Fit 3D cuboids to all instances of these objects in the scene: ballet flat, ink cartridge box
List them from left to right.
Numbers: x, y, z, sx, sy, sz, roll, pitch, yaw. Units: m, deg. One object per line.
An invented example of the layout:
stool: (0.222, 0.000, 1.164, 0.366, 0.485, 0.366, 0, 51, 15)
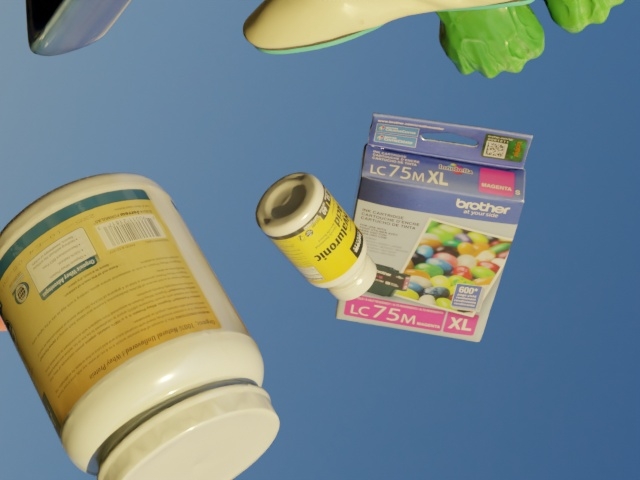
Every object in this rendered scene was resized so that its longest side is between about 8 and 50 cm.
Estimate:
ballet flat: (0.056, -0.211, 1.053, 0.086, 0.248, 0.086, 166, -90, -82)
ink cartridge box: (0.125, -0.008, 1.563, 0.311, 0.185, 0.065, 99, 0, -46)

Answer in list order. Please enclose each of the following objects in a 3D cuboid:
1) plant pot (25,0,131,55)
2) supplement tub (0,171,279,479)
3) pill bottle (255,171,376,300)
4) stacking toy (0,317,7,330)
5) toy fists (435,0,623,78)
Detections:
plant pot: (-0.164, -0.256, 0.733, 0.236, 0.212, 0.236, -48, -148, 22)
supplement tub: (-0.127, 0.069, 0.916, 0.144, 0.144, 0.200, -50, -121, 31)
pill bottle: (0.000, 0.000, 1.162, 0.065, 0.116, 0.065, -22, -137, 22)
stacking toy: (-0.420, 0.005, 1.675, 0.279, 0.309, 0.130, 20, -83, 21)
toy fists: (0.288, -0.326, 1.827, 0.279, 0.142, 0.096, -31, -153, 5)
